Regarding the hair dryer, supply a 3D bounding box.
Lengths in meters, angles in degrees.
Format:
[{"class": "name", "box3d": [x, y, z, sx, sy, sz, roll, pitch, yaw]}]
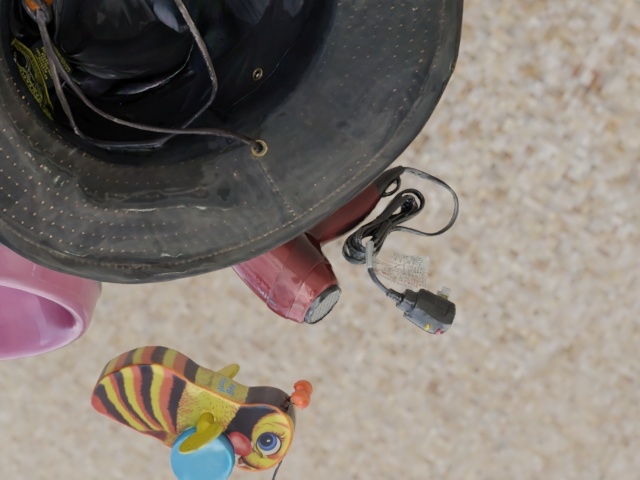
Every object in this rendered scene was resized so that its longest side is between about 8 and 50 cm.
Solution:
[{"class": "hair dryer", "box3d": [0.000, 0.000, 1.919, 0.293, 0.224, 0.080, 14, 131, -11]}]

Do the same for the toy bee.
[{"class": "toy bee", "box3d": [-0.092, 0.192, 2.033, 0.298, 0.162, 0.195, 30, -160, -29]}]

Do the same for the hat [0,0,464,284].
[{"class": "hat", "box3d": [-0.084, -0.141, 1.073, 0.331, 0.331, 0.134, 39, -172, -12]}]

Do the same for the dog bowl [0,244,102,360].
[{"class": "dog bowl", "box3d": [-0.414, 0.018, 1.986, 0.407, 0.150, 0.408, 0, 161, 0]}]
